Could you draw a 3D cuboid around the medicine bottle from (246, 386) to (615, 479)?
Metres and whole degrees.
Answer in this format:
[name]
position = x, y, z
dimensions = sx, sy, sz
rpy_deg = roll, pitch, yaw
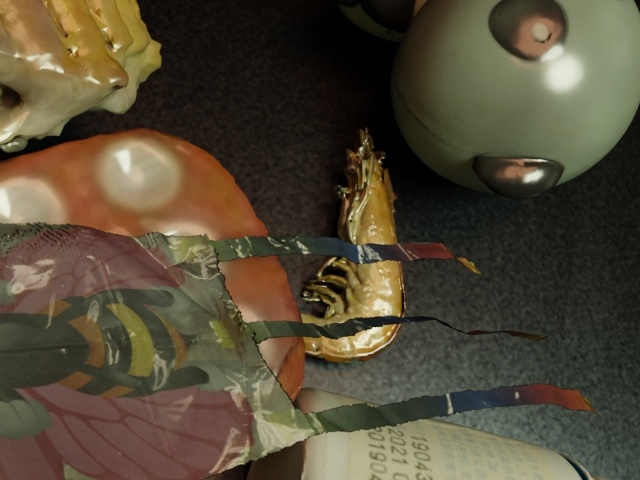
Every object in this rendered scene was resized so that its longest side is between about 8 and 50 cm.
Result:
[medicine bottle]
position = 0.086, 0.185, 0.556
dimensions = 0.258, 0.143, 0.144
rpy_deg = 17, 65, -13

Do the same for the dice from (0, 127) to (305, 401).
[dice]
position = -0.125, 0.052, 0.510
dimensions = 0.173, 0.179, 0.175
rpy_deg = -21, 81, -26

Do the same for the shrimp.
[shrimp]
position = 0.000, 0.000, 0.660
dimensions = 0.124, 0.034, 0.178
rpy_deg = 0, 74, -13

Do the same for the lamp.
[lamp]
position = 0.122, -0.148, 0.683
dimensions = 0.197, 0.198, 0.244
rpy_deg = -39, 78, -28

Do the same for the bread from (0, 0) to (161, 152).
[bread]
position = -0.231, -0.100, 0.484
dimensions = 0.274, 0.274, 0.149
rpy_deg = -28, 109, -27

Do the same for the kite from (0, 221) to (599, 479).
[kite]
position = -0.047, 0.037, 0.389
dimensions = 0.360, 0.022, 0.204
rpy_deg = 0, 32, -31
